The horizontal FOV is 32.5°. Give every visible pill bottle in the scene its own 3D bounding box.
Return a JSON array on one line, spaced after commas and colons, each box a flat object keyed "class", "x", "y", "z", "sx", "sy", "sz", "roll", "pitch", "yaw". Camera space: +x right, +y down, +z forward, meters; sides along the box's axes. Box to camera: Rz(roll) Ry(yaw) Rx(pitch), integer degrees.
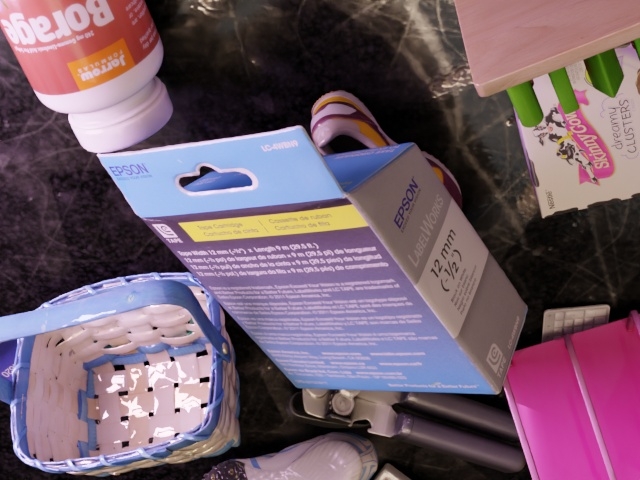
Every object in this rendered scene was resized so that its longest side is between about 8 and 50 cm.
[{"class": "pill bottle", "x": -0.208, "y": -0.188, "z": 0.942, "sx": 0.121, "sy": 0.121, "sz": 0.216, "roll": -14, "pitch": 125, "yaw": 11}]

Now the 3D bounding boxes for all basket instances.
[{"class": "basket", "x": -0.215, "y": 0.129, "z": 1.106, "sx": 0.255, "sy": 0.201, "sz": 0.289, "roll": -11, "pitch": 156, "yaw": 9}]

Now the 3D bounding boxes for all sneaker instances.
[{"class": "sneaker", "x": 0.063, "y": -0.061, "z": 1.049, "sx": 0.185, "sy": 0.083, "sz": 0.069, "roll": 34, "pitch": 120, "yaw": -21}, {"class": "sneaker", "x": -0.038, "y": 0.288, "z": 1.316, "sx": 0.237, "sy": 0.085, "sz": 0.086, "roll": -18, "pitch": 164, "yaw": 25}]

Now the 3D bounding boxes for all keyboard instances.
[{"class": "keyboard", "x": 0.284, "y": 0.175, "z": 1.259, "sx": 0.072, "sy": 0.014, "sz": 0.256, "roll": -2, "pitch": 126, "yaw": 3}]

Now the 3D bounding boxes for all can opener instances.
[{"class": "can opener", "x": 0.104, "y": 0.199, "z": 1.260, "sx": 0.281, "sy": 0.074, "sz": 0.093, "roll": 17, "pitch": 159, "yaw": -8}]

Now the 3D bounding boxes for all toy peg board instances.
[{"class": "toy peg board", "x": 0.205, "y": -0.179, "z": 0.918, "sx": 0.161, "sy": 0.160, "sz": 0.079, "roll": -20, "pitch": 133, "yaw": 15}]

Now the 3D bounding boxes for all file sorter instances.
[{"class": "file sorter", "x": 0.338, "y": 0.167, "z": 1.084, "sx": 0.291, "sy": 0.202, "sz": 0.182, "roll": -18, "pitch": 168, "yaw": 10}]

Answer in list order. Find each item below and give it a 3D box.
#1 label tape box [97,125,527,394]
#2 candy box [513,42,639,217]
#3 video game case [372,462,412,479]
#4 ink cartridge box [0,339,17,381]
[{"class": "label tape box", "x": 0.000, "y": 0.000, "z": 1.005, "sx": 0.249, "sy": 0.115, "sz": 0.347, "roll": -4, "pitch": 135, "yaw": 40}, {"class": "candy box", "x": 0.279, "y": -0.123, "z": 1.005, "sx": 0.196, "sy": 0.070, "sz": 0.164, "roll": -13, "pitch": 125, "yaw": 12}, {"class": "video game case", "x": 0.098, "y": 0.396, "z": 1.360, "sx": 0.173, "sy": 0.022, "sz": 0.190, "roll": 36, "pitch": 109, "yaw": 4}, {"class": "ink cartridge box", "x": -0.465, "y": 0.131, "z": 1.230, "sx": 0.223, "sy": 0.045, "sz": 0.224, "roll": -36, "pitch": 118, "yaw": 24}]
